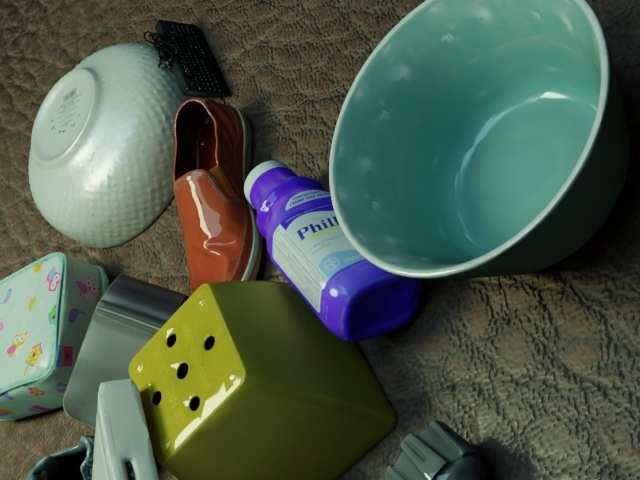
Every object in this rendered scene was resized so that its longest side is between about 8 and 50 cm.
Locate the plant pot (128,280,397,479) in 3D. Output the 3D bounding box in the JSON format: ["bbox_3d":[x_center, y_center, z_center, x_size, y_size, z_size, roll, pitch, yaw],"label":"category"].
[{"bbox_3d":[-0.082,0.165,1.072,0.212,0.187,0.212,-45,46,17],"label":"plant pot"}]

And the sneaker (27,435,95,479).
[{"bbox_3d":[-0.345,0.323,1.292,0.262,0.125,0.104,-39,48,24],"label":"sneaker"}]

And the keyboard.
[{"bbox_3d":[-0.203,-0.284,1.470,0.192,0.100,0.038,-118,35,-41],"label":"keyboard"}]

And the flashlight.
[{"bbox_3d":[0.176,0.267,0.841,0.103,0.103,0.304,-28,38,-18],"label":"flashlight"}]

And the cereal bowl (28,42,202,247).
[{"bbox_3d":[-0.347,-0.164,1.523,0.339,0.141,0.339,-20,58,37],"label":"cereal bowl"}]

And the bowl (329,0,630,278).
[{"bbox_3d":[0.175,-0.087,0.965,0.311,0.163,0.312,-20,57,35],"label":"bowl"}]

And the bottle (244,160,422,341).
[{"bbox_3d":[0.000,0.000,1.125,0.283,0.118,0.092,48,145,46],"label":"bottle"}]

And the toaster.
[{"bbox_3d":[-0.234,0.138,1.223,0.168,0.110,0.186,-95,26,-77],"label":"toaster"}]

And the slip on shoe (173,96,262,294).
[{"bbox_3d":[-0.150,-0.050,1.307,0.123,0.101,0.331,-24,57,32],"label":"slip on shoe"}]

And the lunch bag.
[{"bbox_3d":[-0.432,0.144,1.477,0.279,0.108,0.224,-22,54,35],"label":"lunch bag"}]

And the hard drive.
[{"bbox_3d":[-0.214,0.352,1.070,0.353,0.047,0.233,105,151,-43],"label":"hard drive"}]
